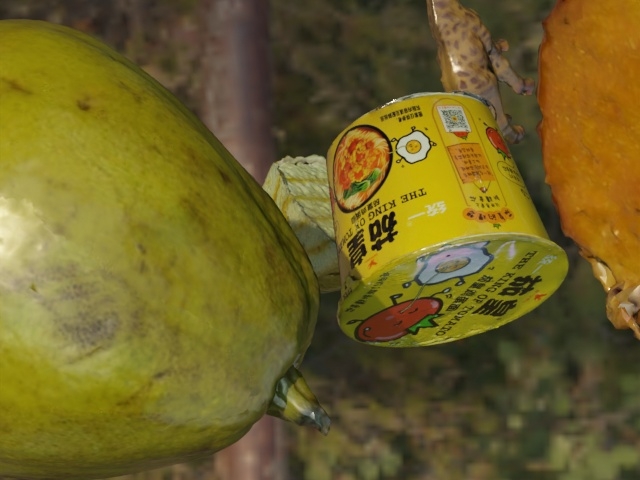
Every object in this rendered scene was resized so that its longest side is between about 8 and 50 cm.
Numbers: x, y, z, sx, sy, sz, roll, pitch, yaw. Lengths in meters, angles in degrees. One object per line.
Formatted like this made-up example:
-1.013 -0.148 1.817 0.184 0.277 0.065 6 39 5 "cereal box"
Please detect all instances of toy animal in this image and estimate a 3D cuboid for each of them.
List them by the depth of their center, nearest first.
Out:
0.128 -0.201 1.776 0.275 0.054 0.149 54 40 -35 "toy animal"

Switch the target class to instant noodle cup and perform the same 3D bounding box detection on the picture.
0.085 -0.020 1.490 0.182 0.182 0.144 25 44 -53 "instant noodle cup"

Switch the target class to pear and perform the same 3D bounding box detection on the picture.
-0.156 0.021 1.187 0.287 0.375 0.287 -60 173 -12 "pear"

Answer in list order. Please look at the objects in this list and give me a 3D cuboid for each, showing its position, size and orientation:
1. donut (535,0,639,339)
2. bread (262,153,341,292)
0.216 -0.041 0.852 0.118 0.253 0.253 -39 119 -39 "donut"
0.002 0.005 1.808 0.103 0.156 0.110 3 125 -38 "bread"
